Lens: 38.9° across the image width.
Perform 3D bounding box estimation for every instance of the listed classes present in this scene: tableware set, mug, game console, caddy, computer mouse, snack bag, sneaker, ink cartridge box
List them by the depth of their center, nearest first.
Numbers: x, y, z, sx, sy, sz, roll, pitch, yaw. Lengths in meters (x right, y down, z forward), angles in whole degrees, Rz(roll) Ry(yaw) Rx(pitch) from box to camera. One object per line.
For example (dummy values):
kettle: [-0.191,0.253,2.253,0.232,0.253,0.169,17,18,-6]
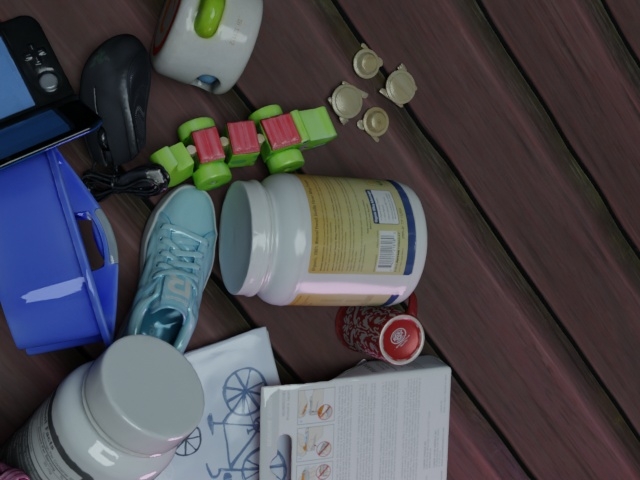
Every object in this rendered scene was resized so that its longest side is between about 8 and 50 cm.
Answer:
game console: [-0.509,-0.203,1.343,0.293,0.173,0.250,-27,89,-18]
caddy: [-0.403,0.016,1.386,0.179,0.241,0.341,-17,82,-13]
computer mouse: [-0.332,-0.202,1.455,0.072,0.188,0.272,2,87,-58]
sneaker: [-0.240,0.078,1.515,0.135,0.150,0.366,17,81,-26]
snack bag: [-0.216,0.353,1.625,0.342,0.037,0.323,-17,101,-17]
mug: [0.116,0.149,1.668,0.113,0.169,0.150,17,89,-22]
tableware set: [0.098,-0.275,1.699,0.141,0.020,0.169,37,80,-23]
ink cartridge box: [0.058,0.390,1.710,0.385,0.091,0.308,-2,100,-20]

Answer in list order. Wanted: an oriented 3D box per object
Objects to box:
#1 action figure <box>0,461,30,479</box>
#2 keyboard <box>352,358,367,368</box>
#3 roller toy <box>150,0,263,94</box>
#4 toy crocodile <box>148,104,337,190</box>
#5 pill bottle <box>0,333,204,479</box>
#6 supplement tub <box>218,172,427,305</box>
action figure: [-0.528,0.357,1.323,0.276,0.370,0.248,-59,154,-43]
keyboard: [0.009,0.333,1.727,0.256,0.014,0.072,-39,108,-15]
roller toy: [-0.181,-0.345,1.485,0.146,0.209,0.191,18,127,-23]
toy crocodile: [-0.129,-0.167,1.552,0.340,0.105,0.115,-14,79,-21]
pill bottle: [-0.344,0.309,1.381,0.204,0.204,0.361,33,124,-22]
supplement tub: [0.000,0.000,1.573,0.316,0.228,0.228,2,95,-23]
